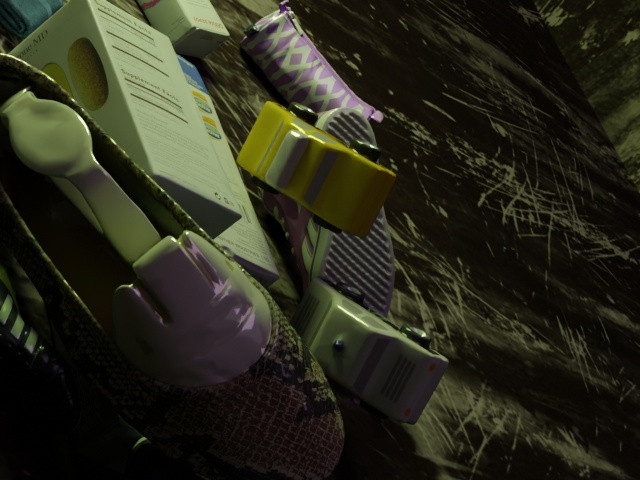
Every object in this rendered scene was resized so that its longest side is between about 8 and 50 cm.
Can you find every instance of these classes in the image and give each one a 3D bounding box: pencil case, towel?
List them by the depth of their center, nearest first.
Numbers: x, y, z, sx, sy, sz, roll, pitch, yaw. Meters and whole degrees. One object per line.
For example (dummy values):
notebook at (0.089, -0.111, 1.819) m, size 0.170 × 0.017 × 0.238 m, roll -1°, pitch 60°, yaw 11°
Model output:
towel at (-0.312, -0.252, 1.993) m, size 0.067 × 0.029 × 0.119 m, roll 49°, pitch 21°, yaw -10°
pencil case at (-0.014, -0.215, 2.465) m, size 0.206 × 0.088 × 0.086 m, roll 49°, pitch 24°, yaw -11°

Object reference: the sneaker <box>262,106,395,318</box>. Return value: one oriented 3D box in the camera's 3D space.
sneaker at (0.001, 0.000, 2.148) m, size 0.102 × 0.161 × 0.282 m, roll 5°, pitch 80°, yaw -33°

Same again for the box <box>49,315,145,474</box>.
box at (-0.156, 0.115, 1.706) m, size 0.183 × 0.056 × 0.231 m, roll 33°, pitch 29°, yaw -42°

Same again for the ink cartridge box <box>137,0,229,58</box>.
ink cartridge box at (-0.175, -0.285, 2.293) m, size 0.122 × 0.052 × 0.088 m, roll 58°, pitch 22°, yaw 17°

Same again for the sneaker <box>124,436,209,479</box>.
sneaker at (-0.096, 0.247, 1.616) m, size 0.211 × 0.080 × 0.081 m, roll 56°, pitch 13°, yaw -19°

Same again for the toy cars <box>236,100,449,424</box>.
toy cars at (0.006, 0.015, 1.996) m, size 0.087 × 0.176 × 0.394 m, roll 13°, pitch 57°, yaw -58°

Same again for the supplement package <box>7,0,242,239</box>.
supplement package at (-0.200, -0.096, 1.832) m, size 0.134 × 0.139 × 0.244 m, roll 27°, pitch 32°, yaw -50°

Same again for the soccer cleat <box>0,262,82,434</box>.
soccer cleat at (-0.259, 0.088, 1.550) m, size 0.072 × 0.060 × 0.179 m, roll -5°, pitch 53°, yaw -53°

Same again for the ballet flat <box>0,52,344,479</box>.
ballet flat at (-0.164, 0.012, 1.564) m, size 0.483 × 0.164 × 0.182 m, roll 45°, pitch -22°, yaw 27°

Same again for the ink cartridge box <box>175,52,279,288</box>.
ink cartridge box at (-0.161, -0.093, 2.011) m, size 0.186 × 0.065 × 0.311 m, roll 28°, pitch 36°, yaw -51°
